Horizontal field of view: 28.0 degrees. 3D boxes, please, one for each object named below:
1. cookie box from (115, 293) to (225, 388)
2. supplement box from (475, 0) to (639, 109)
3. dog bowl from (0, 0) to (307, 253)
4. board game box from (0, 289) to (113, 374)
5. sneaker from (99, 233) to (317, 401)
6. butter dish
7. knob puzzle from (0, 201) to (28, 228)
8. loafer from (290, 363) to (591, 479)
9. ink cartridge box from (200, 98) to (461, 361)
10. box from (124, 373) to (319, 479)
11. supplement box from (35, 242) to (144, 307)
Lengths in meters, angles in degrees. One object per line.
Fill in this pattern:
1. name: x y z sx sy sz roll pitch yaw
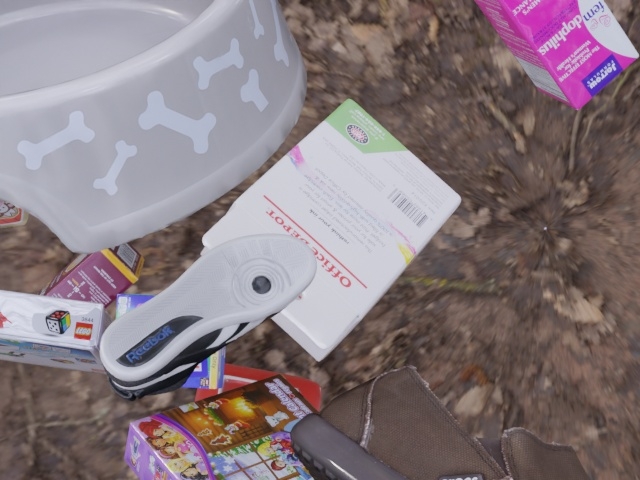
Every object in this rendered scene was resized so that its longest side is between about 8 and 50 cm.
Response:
1. cookie box: -0.150 0.101 1.292 0.107 0.040 0.092 3 88 5
2. supplement box: 0.287 -0.289 1.633 0.111 0.114 0.220 -42 118 0
3. dog bowl: -0.187 -0.130 0.860 0.348 0.349 0.102 0 130 10
4. board game box: -0.378 0.090 1.403 0.305 0.193 0.053 8 75 -1
5. sneaker: -0.107 0.072 1.201 0.217 0.121 0.079 -28 73 -17
6. butter dish: -0.089 0.256 1.657 0.160 0.118 0.160 10 48 -1
7. knob puzzle: -0.454 -0.056 1.620 0.213 0.213 0.030 -8 56 10
8. loafer: 0.138 0.187 0.860 0.366 0.134 0.130 32 72 33
9. ink cartridge box: 0.000 0.000 1.594 0.207 0.353 0.119 42 136 3
10. box: -0.038 0.264 1.306 0.293 0.201 0.057 40 130 36
11. supplement box: -0.376 0.077 2.031 0.188 0.104 0.081 -41 104 10
